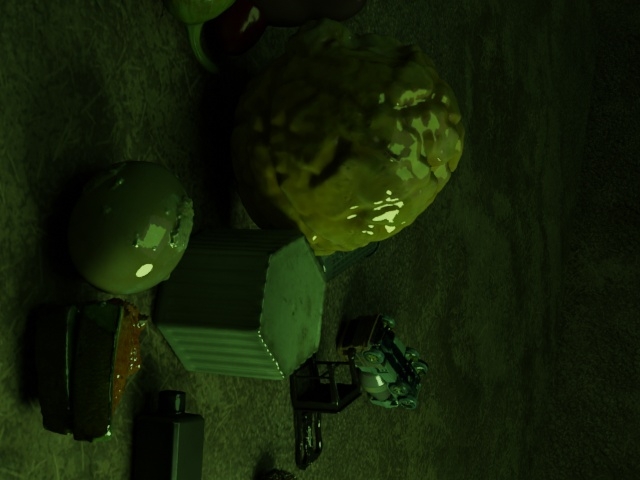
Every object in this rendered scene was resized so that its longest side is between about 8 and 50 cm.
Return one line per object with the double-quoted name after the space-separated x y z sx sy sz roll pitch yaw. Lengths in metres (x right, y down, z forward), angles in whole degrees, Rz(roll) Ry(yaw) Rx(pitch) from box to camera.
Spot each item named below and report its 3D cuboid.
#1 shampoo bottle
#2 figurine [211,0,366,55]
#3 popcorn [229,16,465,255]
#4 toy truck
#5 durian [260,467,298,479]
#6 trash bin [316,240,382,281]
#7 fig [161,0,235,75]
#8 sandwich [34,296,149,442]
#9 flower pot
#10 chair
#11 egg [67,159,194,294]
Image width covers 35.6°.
-0.227 0.348 1.482 0.079 0.080 0.246 7 85 -64 "shampoo bottle"
-0.061 -0.466 1.645 0.211 0.261 0.269 -95 175 -70 "figurine"
0.032 -0.156 1.609 0.344 0.354 0.390 38 95 -27 "popcorn"
0.127 0.269 2.130 0.256 0.140 0.108 53 45 -35 "toy truck"
-0.073 0.454 1.794 0.091 0.080 0.080 33 61 -36 "durian"
0.000 0.000 1.839 0.161 0.175 0.175 -42 129 -39 "trash bin"
-0.184 -0.354 1.514 0.149 0.149 0.245 -54 157 -48 "fig"
-0.302 0.166 1.315 0.160 0.109 0.184 42 51 -81 "sandwich"
-0.119 0.095 1.559 0.239 0.190 0.209 -30 118 -58 "flower pot"
0.011 0.330 1.925 0.106 0.113 0.229 -25 111 -58 "chair"
-0.253 -0.017 1.329 0.164 0.164 0.201 65 33 -42 "egg"
